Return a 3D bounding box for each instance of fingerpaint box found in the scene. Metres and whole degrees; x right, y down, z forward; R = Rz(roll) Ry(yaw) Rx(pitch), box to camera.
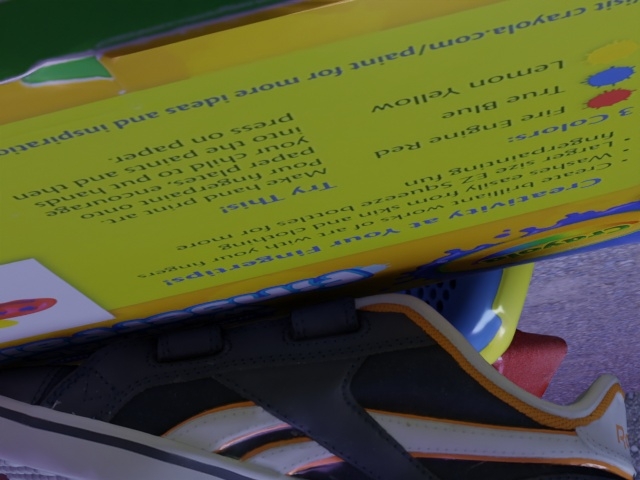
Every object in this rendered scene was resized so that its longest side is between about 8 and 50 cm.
[{"bbox_3d":[-0.081,-0.068,0.531,0.445,0.163,0.371,-13,165,8],"label":"fingerpaint box"}]

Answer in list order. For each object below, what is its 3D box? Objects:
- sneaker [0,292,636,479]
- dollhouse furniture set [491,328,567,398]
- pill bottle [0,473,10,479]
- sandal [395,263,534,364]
[{"bbox_3d":[-0.011,0.088,0.650,0.321,0.127,0.126,13,162,5],"label":"sneaker"},{"bbox_3d":[0.231,0.011,0.968,0.152,0.201,0.374,1,162,-35],"label":"dollhouse furniture set"},{"bbox_3d":[-0.394,0.175,1.139,0.224,0.224,0.392,-19,162,31],"label":"pill bottle"},{"bbox_3d":[0.000,0.000,0.806,0.138,0.126,0.317,16,177,-33],"label":"sandal"}]
